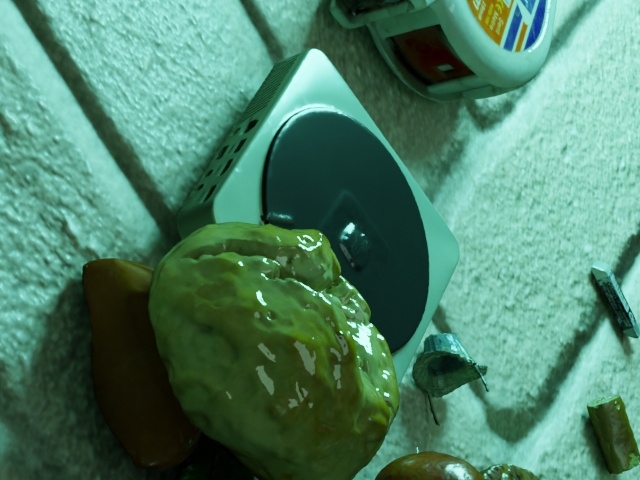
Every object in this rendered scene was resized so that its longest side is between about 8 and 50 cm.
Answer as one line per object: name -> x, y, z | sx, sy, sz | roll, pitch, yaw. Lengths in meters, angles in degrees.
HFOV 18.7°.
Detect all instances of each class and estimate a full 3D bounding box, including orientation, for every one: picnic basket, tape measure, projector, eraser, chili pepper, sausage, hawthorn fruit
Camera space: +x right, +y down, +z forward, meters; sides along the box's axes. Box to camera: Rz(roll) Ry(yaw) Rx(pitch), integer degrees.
picnic basket -> 0.125, 0.127, 1.856 | 0.083, 0.065, 0.083 | 34, 34, -46
tape measure -> 0.131, -0.268, 1.980 | 0.265, 0.130, 0.258 | 50, 44, -35
projector -> 0.000, 0.000, 1.733 | 0.259, 0.079, 0.257 | 54, 40, -23
eraser -> 0.330, 0.066, 2.179 | 0.099, 0.019, 0.027 | 63, 23, -13
chili pepper -> -0.086, 0.201, 1.559 | 0.216, 0.062, 0.108 | -66, 145, -44
sausage -> -0.136, 0.092, 1.519 | 0.089, 0.089, 0.179 | 4, 64, -51
hawthorn fruit -> 0.096, 0.247, 1.734 | 0.125, 0.140, 0.125 | -1, 92, -25

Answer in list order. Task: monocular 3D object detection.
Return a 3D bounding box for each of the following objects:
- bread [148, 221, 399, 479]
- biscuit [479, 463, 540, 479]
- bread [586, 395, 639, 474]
bread -> -0.026, 0.087, 1.502 | 0.244, 0.134, 0.244 | 59, 12, -21
biscuit -> 0.195, 0.310, 1.897 | 0.188, 0.027, 0.188 | 25, 57, -45
bread -> 0.314, 0.208, 2.085 | 0.047, 0.036, 0.083 | -22, 95, -45
